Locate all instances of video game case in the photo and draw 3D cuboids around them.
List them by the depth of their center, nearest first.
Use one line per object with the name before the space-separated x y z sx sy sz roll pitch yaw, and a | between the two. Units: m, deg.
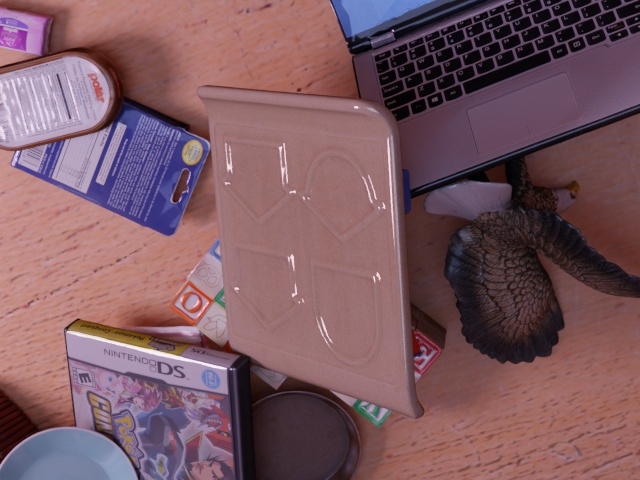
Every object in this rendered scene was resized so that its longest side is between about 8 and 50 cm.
video game case | -0.196 0.245 1.798 0.248 0.035 0.275 10 117 24

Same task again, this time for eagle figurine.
eagle figurine | 0.248 0.002 1.669 0.225 0.226 0.298 -26 94 -8

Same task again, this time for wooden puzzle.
wooden puzzle | 0.000 0.000 1.592 0.322 0.080 0.348 12 116 50

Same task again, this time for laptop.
laptop | 0.177 -0.309 1.582 0.381 0.408 0.236 -21 134 12

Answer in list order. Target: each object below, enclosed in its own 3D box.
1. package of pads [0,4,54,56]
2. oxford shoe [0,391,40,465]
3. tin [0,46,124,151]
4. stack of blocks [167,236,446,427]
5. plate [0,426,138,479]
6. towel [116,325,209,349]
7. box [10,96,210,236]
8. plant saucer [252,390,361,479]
package of pads | -0.369 -0.256 1.767 0.083 0.032 0.050 12 103 5
oxford shoe | -0.396 0.351 1.862 0.130 0.123 0.348 -29 86 22
tin | -0.331 -0.168 1.746 0.189 0.040 0.106 -13 104 12
stack of blocks | -0.014 0.095 1.774 0.297 0.087 0.171 37 105 -2
plate | -0.316 0.324 1.792 0.188 0.024 0.188 2 85 -19
towel | -0.194 0.197 1.826 0.144 0.029 0.197 -5 113 18
box | -0.255 -0.109 1.783 0.225 0.036 0.136 25 105 4
plant saucer | -0.033 0.260 1.834 0.168 0.029 0.169 -1 112 -2
